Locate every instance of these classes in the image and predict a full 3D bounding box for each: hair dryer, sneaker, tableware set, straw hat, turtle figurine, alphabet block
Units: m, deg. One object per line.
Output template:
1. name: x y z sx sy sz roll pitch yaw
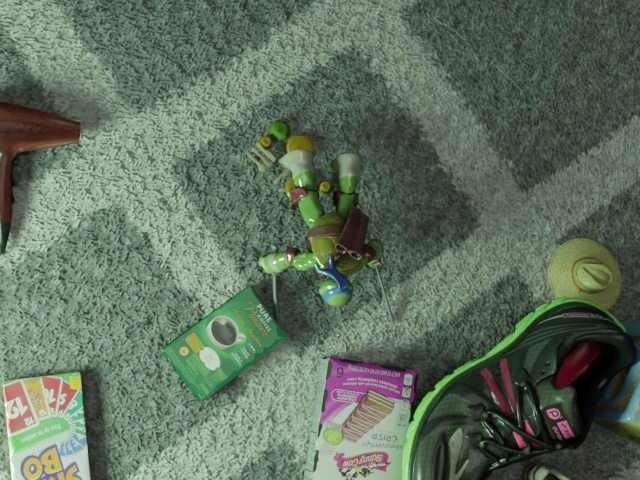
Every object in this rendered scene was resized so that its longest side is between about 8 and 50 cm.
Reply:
1. hair dryer: -0.520 -0.118 1.751 0.293 0.080 0.223 -36 107 -7
2. sneaker: 0.430 0.456 1.844 0.185 0.084 0.069 39 79 -4
3. tableware set: -0.046 -0.131 1.853 0.154 0.024 0.104 43 75 -2
4. sneaker: 0.324 0.279 1.770 0.483 0.202 0.185 -44 117 -11
5. straw hat: 0.483 0.062 1.909 0.144 0.061 0.144 1 84 -10
6. turtle figurine: 0.000 0.000 1.790 0.198 0.274 0.266 -7 71 12
7. alphabet block: 0.598 0.263 1.842 0.197 0.193 0.192 26 82 -7

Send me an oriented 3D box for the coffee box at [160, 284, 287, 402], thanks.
1. coffee box: -0.159 0.171 1.788 0.184 0.040 0.113 -38 92 -12

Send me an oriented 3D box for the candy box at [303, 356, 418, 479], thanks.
1. candy box: 0.066 0.321 1.798 0.159 0.071 0.233 9 83 -10

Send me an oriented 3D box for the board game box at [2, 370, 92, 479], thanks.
1. board game box: -0.434 0.347 1.723 0.124 0.039 0.259 -6 88 -10
